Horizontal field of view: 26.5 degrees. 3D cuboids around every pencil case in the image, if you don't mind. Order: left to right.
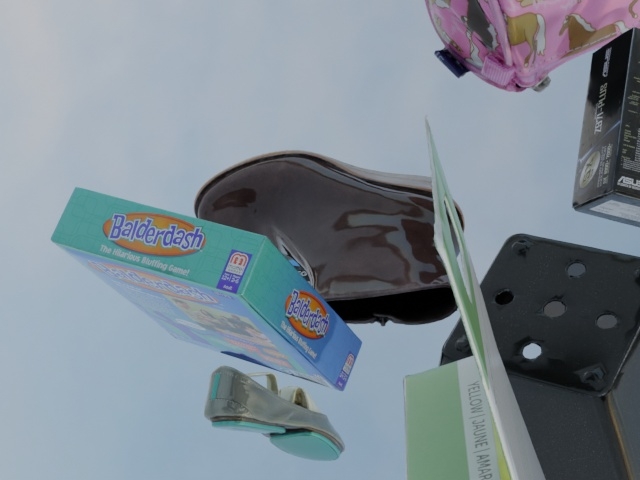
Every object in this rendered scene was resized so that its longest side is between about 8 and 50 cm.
[{"bbox_3d":[0.285,-0.270,1.260,0.160,0.386,0.167,46,-26,48],"label":"pencil case"}]

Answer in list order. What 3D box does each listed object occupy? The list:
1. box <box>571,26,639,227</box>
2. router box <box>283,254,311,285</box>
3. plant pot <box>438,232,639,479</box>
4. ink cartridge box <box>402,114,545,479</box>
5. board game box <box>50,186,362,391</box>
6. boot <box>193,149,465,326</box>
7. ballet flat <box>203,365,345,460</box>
[{"bbox_3d":[0.318,-0.081,1.154,0.077,0.180,0.147,148,-47,-72],"label":"box"},{"bbox_3d":[-0.052,0.021,1.570,0.178,0.133,0.046,3,-55,17],"label":"router box"},{"bbox_3d":[0.187,0.103,1.005,0.187,0.188,0.167,13,-38,32],"label":"plant pot"},{"bbox_3d":[0.059,0.085,0.555,0.056,0.171,0.235,-19,-72,9],"label":"ink cartridge box"},{"bbox_3d":[-0.077,0.039,0.996,0.160,0.210,0.047,15,-107,25],"label":"board game box"},{"bbox_3d":[0.000,0.000,1.168,0.248,0.207,0.090,-1,-63,6],"label":"boot"},{"bbox_3d":[-0.038,0.171,1.364,0.072,0.213,0.068,-10,-113,31],"label":"ballet flat"}]
